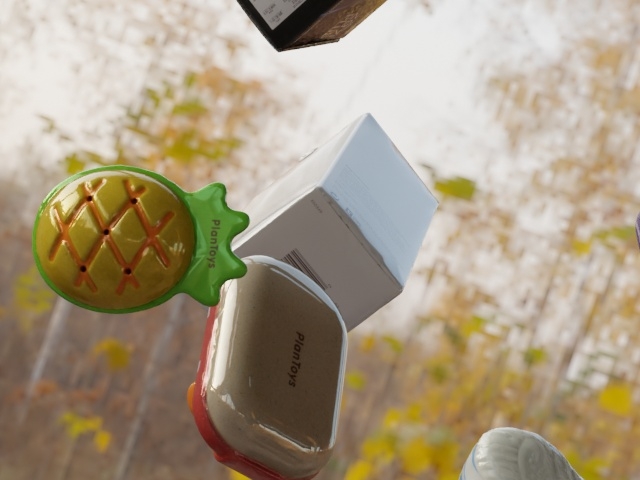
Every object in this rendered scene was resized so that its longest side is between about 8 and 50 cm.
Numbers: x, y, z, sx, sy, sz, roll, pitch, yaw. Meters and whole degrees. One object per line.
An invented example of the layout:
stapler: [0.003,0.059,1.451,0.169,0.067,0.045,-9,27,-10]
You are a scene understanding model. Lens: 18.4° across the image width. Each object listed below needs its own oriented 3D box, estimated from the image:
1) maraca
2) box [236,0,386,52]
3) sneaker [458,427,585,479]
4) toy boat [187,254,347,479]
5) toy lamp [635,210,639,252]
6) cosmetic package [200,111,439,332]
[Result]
maraca: [-0.153,0.000,1.672,0.186,0.127,0.099,3,-4,5]
box: [0.031,-0.241,1.613,0.077,0.180,0.147,53,21,5]
sneaker: [0.185,0.226,1.337,0.237,0.085,0.086,47,-30,27]
toy boat: [-0.069,0.131,1.878,0.151,0.231,0.151,33,-43,-29]
toy lamp: [0.300,0.059,1.411,0.080,0.080,0.274,21,25,-31]
cosmetic package: [0.000,0.000,2.237,0.155,0.197,0.365,51,19,-6]
